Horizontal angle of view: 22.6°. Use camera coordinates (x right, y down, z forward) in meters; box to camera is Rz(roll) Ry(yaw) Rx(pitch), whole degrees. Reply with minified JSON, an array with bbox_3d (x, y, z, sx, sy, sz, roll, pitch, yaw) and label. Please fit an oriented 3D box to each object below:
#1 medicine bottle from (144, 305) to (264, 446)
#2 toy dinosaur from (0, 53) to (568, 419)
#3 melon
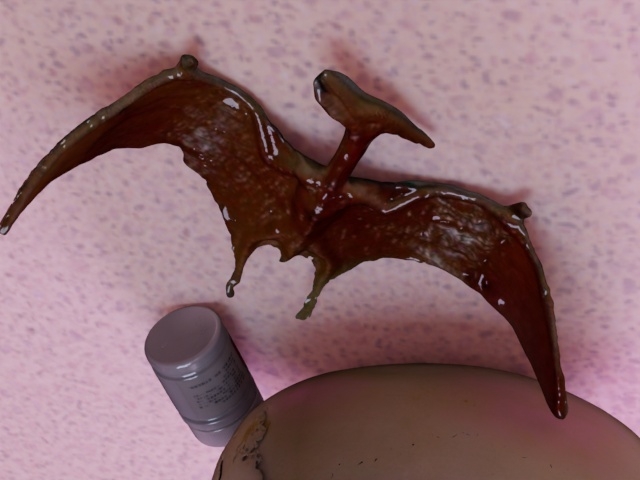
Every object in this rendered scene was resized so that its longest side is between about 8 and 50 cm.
[{"bbox_3d":[-0.080,0.096,1.123,0.058,0.058,0.091,-6,134,21],"label":"medicine bottle"},{"bbox_3d":[0.002,0.007,0.968,0.206,0.113,0.327,-27,125,36],"label":"toy dinosaur"},{"bbox_3d":[0.073,0.191,1.059,0.317,0.223,0.223,4,137,16],"label":"melon"}]
